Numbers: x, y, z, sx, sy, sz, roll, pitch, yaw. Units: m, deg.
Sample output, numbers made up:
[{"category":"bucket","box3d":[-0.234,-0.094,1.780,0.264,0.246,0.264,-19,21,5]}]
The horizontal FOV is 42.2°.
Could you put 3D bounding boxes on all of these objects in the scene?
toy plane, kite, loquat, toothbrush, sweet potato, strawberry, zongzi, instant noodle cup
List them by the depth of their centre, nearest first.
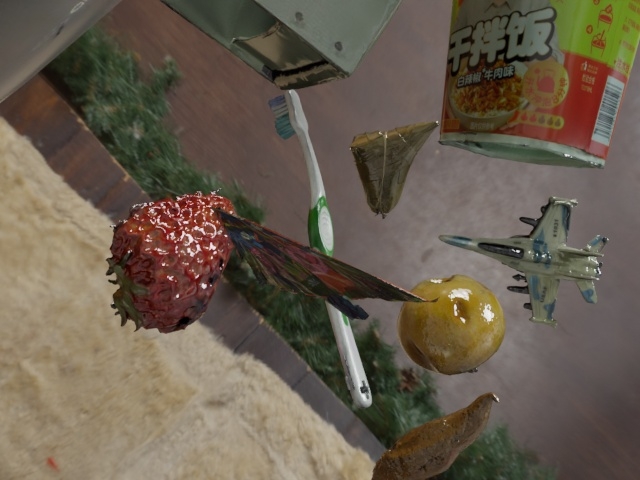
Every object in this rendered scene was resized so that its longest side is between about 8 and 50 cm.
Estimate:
[{"category":"kite","box3d":[-0.023,0.024,0.880,0.234,0.321,0.016,39,68,-28]},{"category":"sweet potato","box3d":[0.127,0.234,0.945,0.206,0.068,0.060,-42,61,25]},{"category":"toothbrush","box3d":[0.004,-0.002,1.011,0.040,0.042,0.418,-25,69,25]},{"category":"instant noodle cup","box3d":[0.301,-0.266,1.137,0.293,0.294,0.308,10,91,-2]},{"category":"toy plane","box3d":[0.292,0.020,1.206,0.261,0.088,0.192,11,88,-4]},{"category":"strawberry","box3d":[-0.249,0.056,1.515,0.150,0.280,0.254,30,119,28]},{"category":"zongzi","box3d":[0.162,-0.127,1.577,0.178,0.081,0.189,-10,113,20]},{"category":"loquat","box3d":[0.248,0.172,1.625,0.213,0.213,0.213,0,88,-2]}]

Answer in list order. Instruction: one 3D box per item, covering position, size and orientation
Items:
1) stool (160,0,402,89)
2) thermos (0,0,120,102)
[{"category":"stool","box3d":[-0.064,-0.307,0.885,0.269,0.243,0.170,33,85,-20]},{"category":"thermos","box3d":[-0.165,-0.070,0.309,0.193,0.105,0.137,-35,59,17]}]
